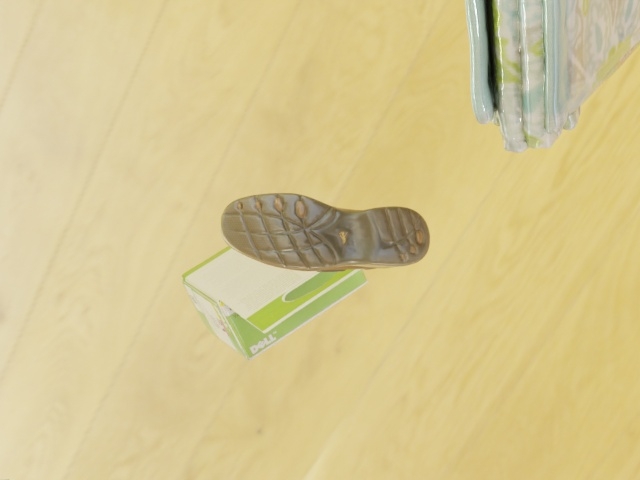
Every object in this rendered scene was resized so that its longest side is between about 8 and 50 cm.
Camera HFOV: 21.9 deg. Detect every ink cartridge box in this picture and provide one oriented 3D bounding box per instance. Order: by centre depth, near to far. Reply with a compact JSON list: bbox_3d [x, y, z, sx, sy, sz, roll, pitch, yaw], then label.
[{"bbox_3d":[-0.032,0.063,2.023,0.255,0.189,0.097,29,148,60],"label":"ink cartridge box"}]

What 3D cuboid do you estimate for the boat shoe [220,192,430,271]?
[{"bbox_3d":[0.000,0.000,1.398,0.178,0.064,0.060,4,167,-13],"label":"boat shoe"}]

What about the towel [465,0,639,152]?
[{"bbox_3d":[0.203,-0.295,1.288,0.090,0.320,0.374,13,126,27],"label":"towel"}]

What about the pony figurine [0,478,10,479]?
[{"bbox_3d":[-0.174,0.259,0.541,0.303,0.351,0.363,21,106,-18],"label":"pony figurine"}]
